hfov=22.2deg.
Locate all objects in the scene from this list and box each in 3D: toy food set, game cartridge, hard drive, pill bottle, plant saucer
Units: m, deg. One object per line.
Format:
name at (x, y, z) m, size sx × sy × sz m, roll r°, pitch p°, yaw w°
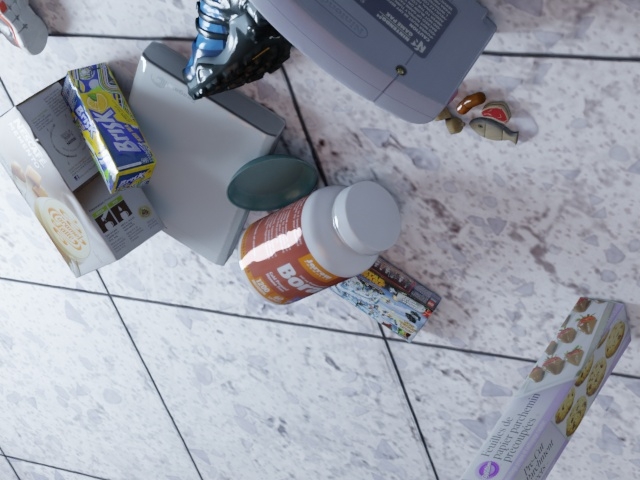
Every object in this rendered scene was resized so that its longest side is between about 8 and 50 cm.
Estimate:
toy food set at (0.168, -0.148, 1.885) m, size 0.122 × 0.019 × 0.078 m, roll 15°, pitch 139°, yaw 25°
game cartridge at (0.035, -0.262, 1.717) m, size 0.297 × 0.198 × 0.062 m, roll 40°, pitch 143°, yaw -5°
hard drive at (-0.175, -0.108, 2.179) m, size 0.203 × 0.040 × 0.307 m, roll 32°, pitch 144°, yaw 5°
pill bottle at (0.000, 0.000, 2.090) m, size 0.121 × 0.121 × 0.216 m, roll 47°, pitch 140°, yaw -15°
plant saucer at (-0.064, -0.078, 2.097) m, size 0.119 × 0.021 × 0.119 m, roll -10°, pitch 149°, yaw -6°

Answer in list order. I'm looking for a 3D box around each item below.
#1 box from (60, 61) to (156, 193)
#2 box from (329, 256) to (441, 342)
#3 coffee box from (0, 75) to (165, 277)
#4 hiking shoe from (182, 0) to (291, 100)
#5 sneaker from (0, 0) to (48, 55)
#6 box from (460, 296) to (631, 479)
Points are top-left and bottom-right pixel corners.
box at (-0.277, -0.148, 2.132) m, size 0.169 × 0.059 × 0.054 m, roll 62°, pitch 151°, yaw 21°
box at (0.085, 0.070, 2.182) m, size 0.137 × 0.027 × 0.094 m, roll 34°, pitch 144°, yaw 2°
coffee box at (-0.340, -0.085, 2.232) m, size 0.141 × 0.098 × 0.246 m, roll -19°, pitch 105°, yaw 54°
hiking shoe at (-0.094, -0.269, 1.914) m, size 0.132 × 0.113 × 0.304 m, roll 66°, pitch 150°, yaw 10°
sneaker at (-0.416, -0.309, 2.134) m, size 0.065 × 0.061 × 0.158 m, roll 13°, pitch 138°, yaw 36°
box at (0.271, 0.195, 1.927) m, size 0.063 × 0.324 × 0.067 m, roll 9°, pitch 134°, yaw 35°
